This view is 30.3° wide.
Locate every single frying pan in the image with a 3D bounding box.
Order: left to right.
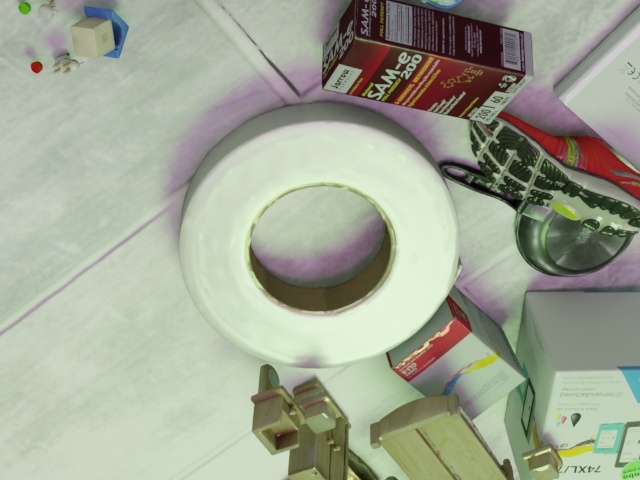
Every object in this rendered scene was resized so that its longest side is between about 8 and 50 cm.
[{"bbox_3d":[0.341,-0.060,1.694,0.197,0.053,0.326,-40,123,13],"label":"frying pan"}]

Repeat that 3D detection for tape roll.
[{"bbox_3d":[0.000,0.000,1.627,0.391,0.072,0.392,-2,118,-4],"label":"tape roll"}]

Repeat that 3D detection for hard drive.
[{"bbox_3d":[0.495,-0.250,1.601,0.203,0.040,0.307,36,110,-28],"label":"hard drive"}]

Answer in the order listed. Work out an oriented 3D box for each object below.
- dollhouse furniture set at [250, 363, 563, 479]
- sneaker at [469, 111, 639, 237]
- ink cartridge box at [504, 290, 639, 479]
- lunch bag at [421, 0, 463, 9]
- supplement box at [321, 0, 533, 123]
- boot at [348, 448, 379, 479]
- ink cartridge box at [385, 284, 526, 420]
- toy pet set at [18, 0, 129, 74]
[{"bbox_3d":[0.125,0.248,1.728,0.355,0.174,0.303,-22,125,19],"label":"dollhouse furniture set"},{"bbox_3d":[0.334,-0.107,1.632,0.279,0.118,0.107,30,143,-4],"label":"sneaker"},{"bbox_3d":[0.409,0.241,1.799,0.198,0.197,0.270,-1,123,-5],"label":"ink cartridge box"},{"bbox_3d":[0.110,-0.393,1.410,0.219,0.090,0.176,23,112,-24],"label":"lunch bag"},{"bbox_3d":[0.134,-0.227,1.495,0.239,0.073,0.130,10,154,-16],"label":"supplement box"},{"bbox_3d":[0.000,0.490,1.955,0.269,0.089,0.236,-37,122,12],"label":"boot"},{"bbox_3d":[0.193,0.162,1.755,0.127,0.128,0.176,-41,120,16],"label":"ink cartridge box"},{"bbox_3d":[-0.300,-0.266,1.443,0.114,0.065,0.122,12,123,23],"label":"toy pet set"}]
